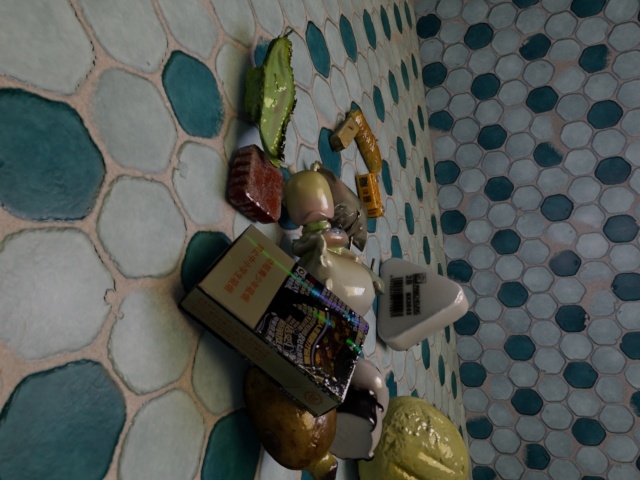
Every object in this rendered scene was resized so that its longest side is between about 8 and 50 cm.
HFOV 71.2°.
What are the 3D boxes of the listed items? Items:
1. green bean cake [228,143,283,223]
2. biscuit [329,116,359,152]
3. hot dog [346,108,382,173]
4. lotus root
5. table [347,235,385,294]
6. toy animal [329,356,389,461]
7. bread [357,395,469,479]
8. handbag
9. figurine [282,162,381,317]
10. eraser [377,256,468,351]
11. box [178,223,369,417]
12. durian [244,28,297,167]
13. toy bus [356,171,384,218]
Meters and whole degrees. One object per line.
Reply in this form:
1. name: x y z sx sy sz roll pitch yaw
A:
1. green bean cake: -0.133 -0.115 0.935 0.135 0.056 0.135 43 47 -53
2. biscuit: 0.078 -0.349 1.459 0.056 0.052 0.188 56 32 -21
3. hot dog: 0.168 -0.359 1.647 0.286 0.061 0.088 51 50 -46
4. lotus root: -0.055 0.319 0.852 0.169 0.141 0.314 -10 75 -55
5. table: 0.089 0.076 1.277 0.240 0.121 0.111 40 48 -56
6. toy animal: 0.087 0.405 1.122 0.235 0.165 0.187 -51 147 -57
7. bread: 0.255 0.619 1.264 0.237 0.320 0.320 -85 159 -69
8. handbag: 0.059 -0.083 1.259 0.270 0.117 0.182 39 45 -49
9. figurine: 0.000 0.000 1.015 0.274 0.226 0.394 91 -13 -77
10. eraser: 0.329 0.205 1.650 0.150 0.331 0.331 49 41 -47
11. box: -0.068 0.135 0.800 0.310 0.084 0.198 41 36 -8
12. durian: -0.104 -0.321 0.987 0.132 0.106 0.375 15 64 -32
13. toy bus: 0.175 -0.157 1.585 0.074 0.069 0.162 -22 102 -64
